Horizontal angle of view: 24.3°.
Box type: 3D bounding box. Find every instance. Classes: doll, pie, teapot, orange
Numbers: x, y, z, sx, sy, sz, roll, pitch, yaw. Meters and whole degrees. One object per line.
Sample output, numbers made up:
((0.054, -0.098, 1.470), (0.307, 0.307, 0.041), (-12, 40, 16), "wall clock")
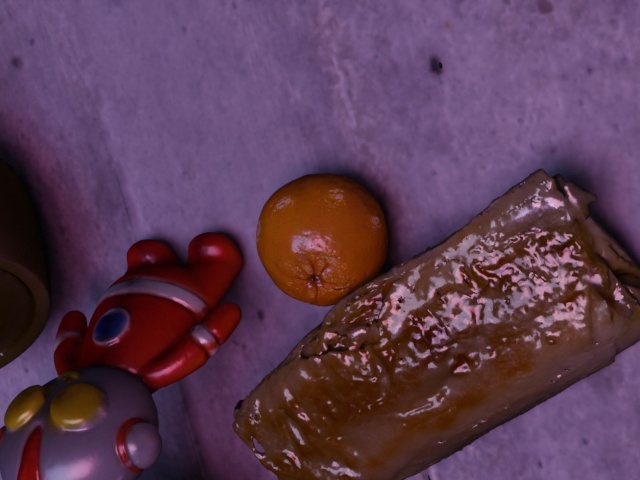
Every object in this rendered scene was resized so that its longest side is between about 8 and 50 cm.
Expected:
((-0.131, 0.090, 0.921), (0.142, 0.245, 0.076), (-6, 128, 35), "doll")
((0.072, 0.065, 0.882), (0.128, 0.068, 0.282), (46, 124, -11), "pie")
((-0.290, -0.001, 1.034), (0.268, 0.185, 0.175), (101, 156, -54), "teapot")
((0.000, 0.000, 0.903), (0.083, 0.070, 0.083), (12, 134, 13), "orange")
